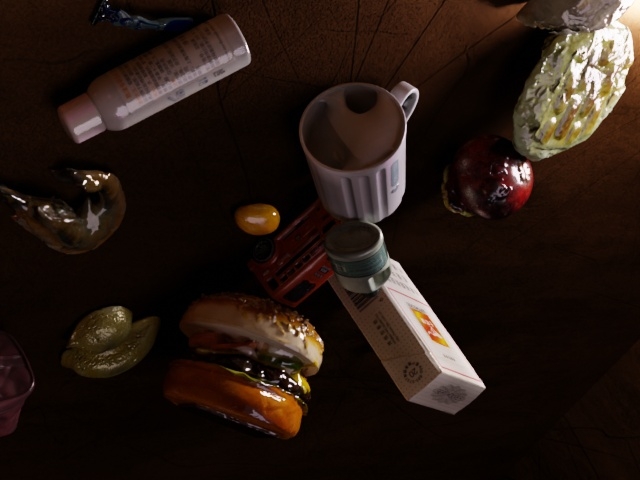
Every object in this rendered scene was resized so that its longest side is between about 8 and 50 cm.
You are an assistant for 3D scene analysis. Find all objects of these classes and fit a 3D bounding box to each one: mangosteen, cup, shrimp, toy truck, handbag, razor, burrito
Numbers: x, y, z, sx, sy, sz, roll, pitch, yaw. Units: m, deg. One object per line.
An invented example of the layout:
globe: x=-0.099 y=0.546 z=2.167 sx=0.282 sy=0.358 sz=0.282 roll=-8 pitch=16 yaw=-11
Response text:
mangosteen: x=0.301 y=-0.111 z=2.305 sx=0.180 sy=0.166 sz=0.166 roll=-24 pitch=160 yaw=35
cup: x=0.083 y=-0.142 z=2.012 sx=0.221 sy=0.167 sz=0.202 roll=-22 pitch=152 yaw=-5
shrimp: x=-0.360 y=-0.051 z=1.802 sx=0.145 sy=0.059 sz=0.254 roll=-38 pitch=151 yaw=0
toy truck: x=0.000 y=0.000 z=2.182 sx=0.253 sy=0.114 sz=0.107 roll=-41 pitch=149 yaw=13
handbag: x=-0.561 y=0.231 z=1.916 sx=0.225 sy=0.146 sz=0.135 roll=-5 pitch=142 yaw=-39
razor: x=-0.226 y=-0.287 z=1.626 sx=0.155 sy=0.028 sz=0.044 roll=-2 pitch=136 yaw=-44
burrito: x=0.491 y=-0.459 z=2.042 sx=0.175 sy=0.107 sz=0.347 roll=24 pitch=115 yaw=-42

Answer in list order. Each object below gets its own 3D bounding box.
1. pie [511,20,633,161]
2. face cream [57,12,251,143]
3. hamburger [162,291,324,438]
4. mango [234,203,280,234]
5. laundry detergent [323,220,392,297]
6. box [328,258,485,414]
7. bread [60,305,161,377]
pie: x=0.459 y=-0.278 z=2.239 sx=0.306 sy=0.071 sz=0.306 roll=-32 pitch=140 yaw=-31
face cream: x=-0.228 y=-0.215 z=1.678 sx=0.269 sy=0.082 sz=0.082 roll=-29 pitch=150 yaw=-10
hamburger: x=-0.130 y=0.219 z=2.198 sx=0.291 sy=0.291 sz=0.225 roll=53 pitch=52 yaw=-61
mango: x=-0.109 y=-0.038 z=2.092 sx=0.089 sy=0.046 sz=0.060 roll=18 pitch=120 yaw=-40
laundry detergent: x=0.070 y=0.043 z=2.118 sx=0.099 sy=0.070 sz=0.225 roll=-16 pitch=153 yaw=3
box: x=0.157 y=0.166 z=2.364 sx=0.095 sy=0.330 sz=0.210 roll=-43 pitch=150 yaw=14
bread: x=-0.349 y=0.173 z=2.135 sx=0.188 sy=0.065 sz=0.149 roll=-12 pitch=138 yaw=-32
